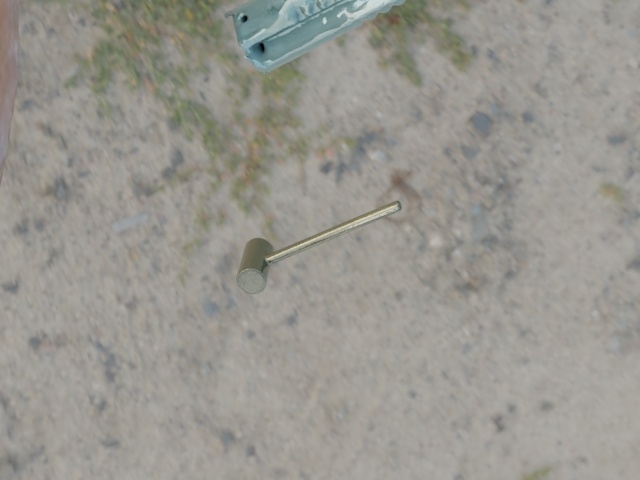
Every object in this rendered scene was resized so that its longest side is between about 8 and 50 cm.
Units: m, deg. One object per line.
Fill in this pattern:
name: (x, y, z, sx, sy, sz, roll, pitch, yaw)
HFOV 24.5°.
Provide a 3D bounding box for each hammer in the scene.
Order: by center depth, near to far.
hammer: (0.000, 0.000, 0.881, 0.110, 0.035, 0.019, -21, 118, 21)

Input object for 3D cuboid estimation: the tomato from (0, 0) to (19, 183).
tomato: (-0.165, -0.060, 0.287, 0.200, 0.139, 0.233, 0, 76, -6)

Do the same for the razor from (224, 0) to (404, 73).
razor: (0.070, -0.091, 0.343, 0.211, 0.036, 0.084, -23, 97, 25)
